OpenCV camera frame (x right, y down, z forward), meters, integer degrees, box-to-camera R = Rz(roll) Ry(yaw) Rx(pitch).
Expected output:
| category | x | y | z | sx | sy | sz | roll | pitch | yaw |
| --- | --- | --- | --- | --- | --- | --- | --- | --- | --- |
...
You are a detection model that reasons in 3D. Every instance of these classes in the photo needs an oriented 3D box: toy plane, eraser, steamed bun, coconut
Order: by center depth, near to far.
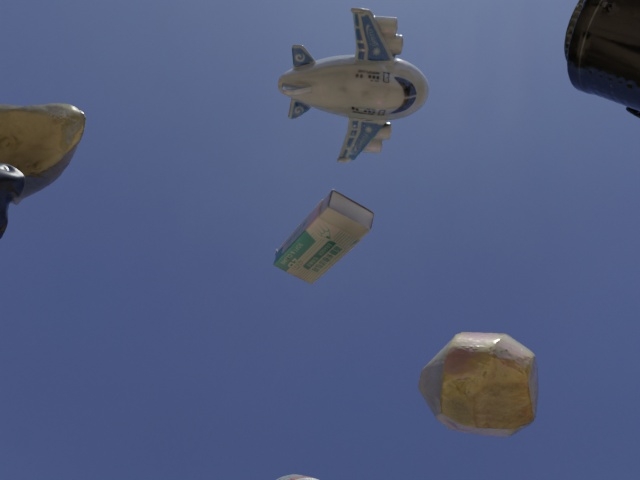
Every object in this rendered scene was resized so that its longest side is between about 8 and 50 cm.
| category | x | y | z | sx | sy | sz | roll | pitch | yaw |
| --- | --- | --- | --- | --- | --- | --- | --- | --- | --- |
| steamed bun | -0.506 | -0.128 | 0.950 | 0.231 | 0.110 | 0.212 | -10 | -23 | -26 |
| toy plane | 0.059 | -0.265 | 1.001 | 0.266 | 0.123 | 0.267 | -2 | -60 | -4 |
| eraser | 0.000 | 0.000 | 1.087 | 0.095 | 0.052 | 0.225 | 28 | -41 | -15 |
| coconut | 0.309 | 0.279 | 1.136 | 0.236 | 0.237 | 0.197 | 9 | -108 | 3 |

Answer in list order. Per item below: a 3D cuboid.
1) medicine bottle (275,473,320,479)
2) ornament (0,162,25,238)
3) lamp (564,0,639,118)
| category | x | y | z | sx | sy | sz | roll | pitch | yaw |
| --- | --- | --- | --- | --- | --- | --- | --- | --- | --- |
| medicine bottle | -0.034 | 0.524 | 1.088 | 0.144 | 0.145 | 0.252 | 22 | -21 | -5 |
| ornament | -0.469 | -0.086 | 0.592 | 0.251 | 0.260 | 0.106 | 25 | -92 | 1 |
| lamp | 0.487 | -0.284 | 0.804 | 0.272 | 0.374 | 0.205 | 36 | -85 | 21 |
